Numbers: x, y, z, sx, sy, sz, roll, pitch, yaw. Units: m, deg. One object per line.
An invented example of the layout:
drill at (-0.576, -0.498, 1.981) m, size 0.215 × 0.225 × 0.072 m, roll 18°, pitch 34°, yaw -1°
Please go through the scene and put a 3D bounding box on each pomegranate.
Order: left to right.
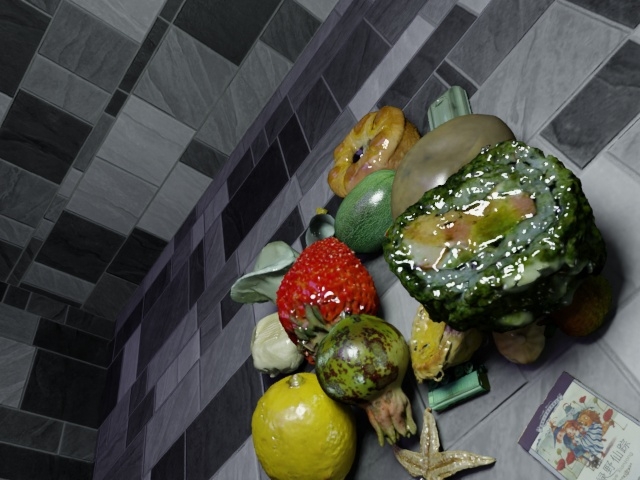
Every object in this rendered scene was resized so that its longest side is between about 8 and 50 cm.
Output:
pomegranate at (0.117, 0.286, 1.219) m, size 0.276 × 0.222 × 0.204 m, roll 37°, pitch 116°, yaw 32°

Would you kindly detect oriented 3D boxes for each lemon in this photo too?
lemon at (-0.036, 0.457, 1.327) m, size 0.260 × 0.260 × 0.284 m, roll -113°, pitch 31°, yaw -55°

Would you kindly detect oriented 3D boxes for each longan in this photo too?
longan at (0.309, -0.119, 1.267) m, size 0.350 × 0.288 × 0.288 m, roll -56°, pitch 28°, yaw -4°

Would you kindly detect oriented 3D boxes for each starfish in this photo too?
starfish at (0.229, 0.433, 1.144) m, size 0.138 × 0.050 × 0.247 m, roll -61°, pitch 31°, yaw -1°

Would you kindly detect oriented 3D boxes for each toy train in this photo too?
toy train at (0.286, 0.302, 1.173) m, size 0.148 × 0.038 × 0.071 m, roll -39°, pitch 39°, yaw 35°

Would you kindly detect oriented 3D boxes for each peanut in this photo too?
peanut at (0.381, 0.116, 1.106) m, size 0.117 × 0.101 × 0.263 m, roll 101°, pitch 175°, yaw -50°

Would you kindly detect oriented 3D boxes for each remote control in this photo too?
remote control at (0.358, -0.289, 1.534) m, size 0.128 × 0.065 × 0.335 m, roll -36°, pitch 38°, yaw 36°

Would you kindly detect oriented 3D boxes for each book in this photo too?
book at (0.439, 0.334, 0.907) m, size 0.158 × 0.026 × 0.231 m, roll -60°, pitch 29°, yaw 5°

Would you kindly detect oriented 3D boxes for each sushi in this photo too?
sushi at (0.306, 0.009, 0.994) m, size 0.351 × 0.178 × 0.294 m, roll -35°, pitch 39°, yaw 11°

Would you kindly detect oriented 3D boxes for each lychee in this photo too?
lychee at (0.446, 0.114, 0.997) m, size 0.146 × 0.114 × 0.114 m, roll -42°, pitch 32°, yaw 10°

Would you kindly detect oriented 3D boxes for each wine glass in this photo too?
wine glass at (0.000, 0.000, 1.731) m, size 0.222 × 0.103 × 0.103 m, roll 95°, pitch -172°, yaw -65°

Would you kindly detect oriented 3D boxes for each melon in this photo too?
melon at (0.143, -0.070, 1.578) m, size 0.288 × 0.182 × 0.182 m, roll -48°, pitch 31°, yaw 21°

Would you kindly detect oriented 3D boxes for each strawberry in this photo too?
strawberry at (0.010, 0.153, 1.499) m, size 0.351 × 0.267 × 0.312 m, roll -102°, pitch 16°, yaw -48°

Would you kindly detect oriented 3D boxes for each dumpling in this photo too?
dumpling at (-0.122, 0.110, 1.753) m, size 0.269 × 0.321 × 0.212 m, roll -5°, pitch 50°, yaw 27°

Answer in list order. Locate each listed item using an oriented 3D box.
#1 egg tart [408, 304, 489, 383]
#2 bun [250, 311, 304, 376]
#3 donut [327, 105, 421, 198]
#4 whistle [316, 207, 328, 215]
egg tart at (0.280, 0.175, 1.192) m, size 0.291 × 0.107 × 0.291 m, roll -163°, pitch 90°, yaw -85°
bun at (-0.117, 0.321, 1.723) m, size 0.229 × 0.145 × 0.229 m, roll -22°, pitch 21°, yaw 9°
donut at (0.159, -0.254, 1.722) m, size 0.317 × 0.150 × 0.299 m, roll -12°, pitch 50°, yaw 57°
whistle at (-0.014, -0.059, 1.976) m, size 0.057 × 0.046 × 0.109 m, roll 14°, pitch 83°, yaw 46°
